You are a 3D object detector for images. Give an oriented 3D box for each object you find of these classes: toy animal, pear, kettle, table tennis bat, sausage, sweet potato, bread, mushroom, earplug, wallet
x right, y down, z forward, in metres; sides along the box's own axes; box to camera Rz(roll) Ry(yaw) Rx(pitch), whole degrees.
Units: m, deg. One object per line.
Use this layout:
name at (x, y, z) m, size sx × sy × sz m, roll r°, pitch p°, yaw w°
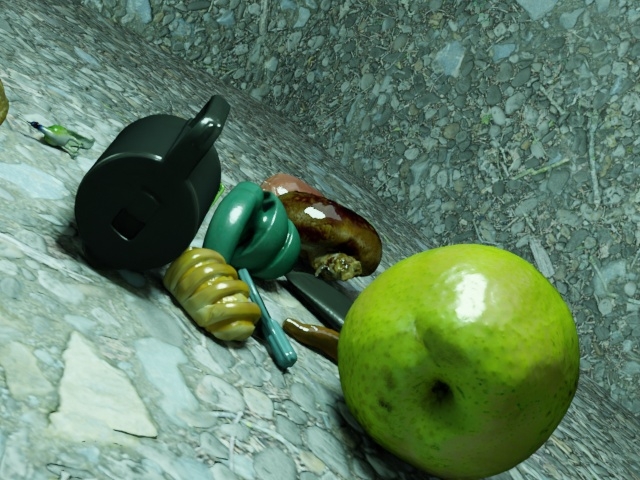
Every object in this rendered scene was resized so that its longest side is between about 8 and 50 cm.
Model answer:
toy animal at (-0.475, -0.189, 1.481) m, size 0.075 × 0.041 × 0.217 m, roll 38°, pitch 8°, yaw 16°
pear at (0.202, 0.186, 1.177) m, size 0.391 × 0.391 × 0.391 m, roll 34°, pitch 12°, yaw -8°
kettle at (-0.239, -0.091, 1.219) m, size 0.308 × 0.262 × 0.203 m, roll -105°, pitch 175°, yaw -73°
table tennis bat at (-0.090, 0.129, 1.265) m, size 0.201 × 0.033 × 0.124 m, roll 57°, pitch -7°, yaw 39°
sausage at (-0.063, -0.076, 1.933) m, size 0.254 × 0.148 × 0.148 m, roll 28°, pitch 14°, yaw -37°
sweet potato at (0.050, 0.204, 1.383) m, size 0.264 × 0.057 × 0.057 m, roll 30°, pitch 13°, yaw -6°
bread at (-0.165, 0.081, 1.201) m, size 0.177 × 0.084 × 0.119 m, roll 46°, pitch 16°, yaw 25°
mushroom at (0.010, -0.010, 1.748) m, size 0.297 × 0.163 × 0.278 m, roll 29°, pitch 3°, yaw -37°
earplug at (-0.125, 0.001, 1.433) m, size 0.280 × 0.164 × 0.257 m, roll 39°, pitch 13°, yaw -42°
wallet at (0.031, 0.141, 1.589) m, size 0.245 × 0.052 × 0.168 m, roll 38°, pitch 11°, yaw 29°

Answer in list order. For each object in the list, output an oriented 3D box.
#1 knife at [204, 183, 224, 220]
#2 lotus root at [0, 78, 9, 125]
knife at (-0.243, -0.075, 1.567) m, size 0.054 × 0.015 × 0.212 m, roll 42°, pitch 30°, yaw -9°
lotus root at (-0.588, -0.270, 1.156) m, size 0.291 × 0.193 × 0.193 m, roll 40°, pitch 13°, yaw 20°
